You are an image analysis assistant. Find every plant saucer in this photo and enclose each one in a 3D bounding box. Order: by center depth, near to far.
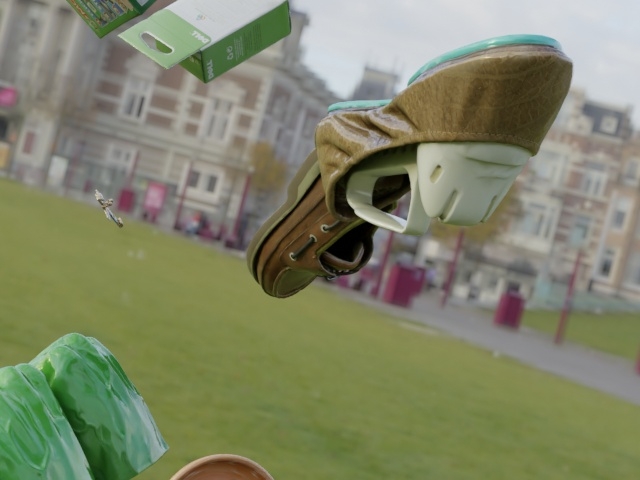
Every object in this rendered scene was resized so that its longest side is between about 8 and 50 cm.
[{"bbox_3d":[-0.140,0.381,1.937,0.200,0.199,0.037,14,-7,-30],"label":"plant saucer"}]

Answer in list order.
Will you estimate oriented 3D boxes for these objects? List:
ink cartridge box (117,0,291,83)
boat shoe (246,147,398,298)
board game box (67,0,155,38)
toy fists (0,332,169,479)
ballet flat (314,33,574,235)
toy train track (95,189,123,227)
[{"bbox_3d":[-0.153,-0.277,1.953,0.109,0.209,0.062,37,-31,32],"label":"ink cartridge box"},{"bbox_3d":[0.000,0.000,1.682,0.111,0.104,0.307,-27,-19,-29],"label":"boat shoe"},{"bbox_3d":[-0.327,-0.384,1.714,0.317,0.046,0.213,49,-15,-14],"label":"board game box"},{"bbox_3d":[-0.237,0.169,1.287,0.096,0.142,0.279,-25,1,20],"label":"toy fists"},{"bbox_3d":[0.087,-0.068,1.155,0.116,0.124,0.342,9,-9,-26],"label":"ballet flat"},{"bbox_3d":[-0.270,-0.040,1.891,0.048,0.014,0.083,63,0,29],"label":"toy train track"}]
